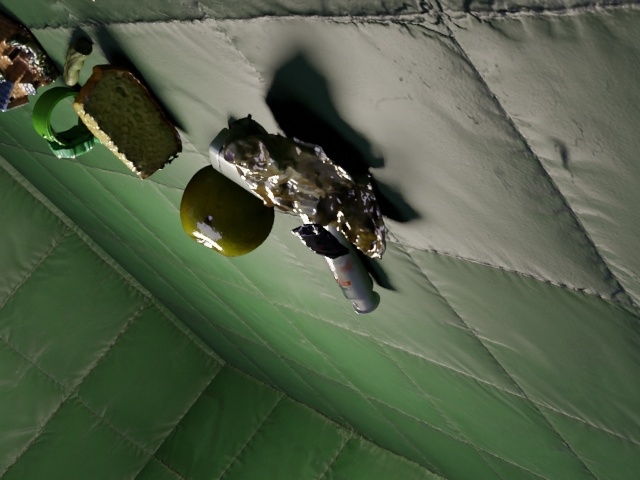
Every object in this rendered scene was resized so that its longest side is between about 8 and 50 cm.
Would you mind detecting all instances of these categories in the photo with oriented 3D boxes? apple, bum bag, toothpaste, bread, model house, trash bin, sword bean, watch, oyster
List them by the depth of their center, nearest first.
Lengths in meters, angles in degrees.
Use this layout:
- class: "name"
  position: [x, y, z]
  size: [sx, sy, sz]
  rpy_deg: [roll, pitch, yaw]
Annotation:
- class: "bum bag"
  position: [0.000, -0.001, 1.577]
  size: [0.058, 0.034, 0.124]
  rpy_deg: [-1, 156, 25]
- class: "oyster"
  position: [-0.029, -0.092, 1.578]
  size: [0.238, 0.114, 0.351]
  rpy_deg: [25, 175, 40]
- class: "trash bin"
  position: [-0.133, -0.134, 1.808]
  size: [0.130, 0.059, 0.116]
  rpy_deg: [34, 166, 11]
- class: "toothpaste"
  position: [0.033, 0.021, 1.881]
  size: [0.100, 0.066, 0.323]
  rpy_deg: [21, 152, 41]
- class: "bread"
  position: [-0.391, -0.246, 1.942]
  size: [0.134, 0.129, 0.260]
  rpy_deg: [33, 164, 45]
- class: "apple"
  position: [-0.188, -0.058, 1.969]
  size: [0.196, 0.156, 0.196]
  rpy_deg: [30, 170, 6]
- class: "sword bean"
  position: [-0.497, -0.361, 2.017]
  size: [0.043, 0.038, 0.269]
  rpy_deg: [66, 161, -4]
- class: "model house"
  position: [-0.706, -0.381, 2.173]
  size: [0.166, 0.172, 0.183]
  rpy_deg: [34, 163, 19]
- class: "watch"
  position: [-0.567, -0.279, 2.262]
  size: [0.131, 0.165, 0.152]
  rpy_deg: [24, 135, 45]
